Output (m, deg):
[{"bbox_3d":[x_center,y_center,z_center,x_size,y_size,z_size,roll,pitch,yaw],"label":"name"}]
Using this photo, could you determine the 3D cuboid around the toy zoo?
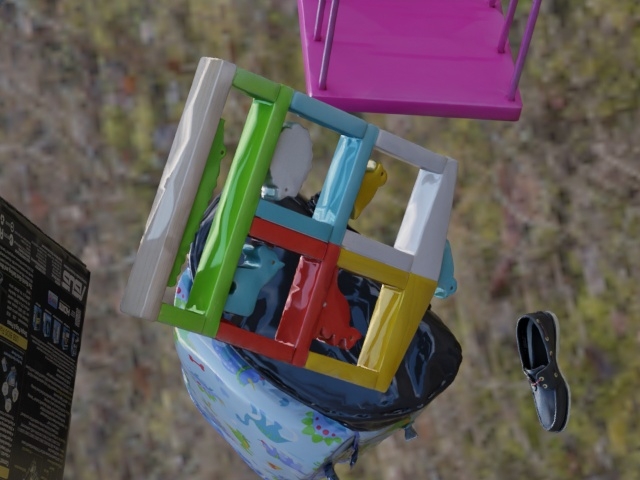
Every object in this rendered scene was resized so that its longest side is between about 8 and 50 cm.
[{"bbox_3d":[0.000,0.000,1.377,0.030,0.293,0.192,14,85,50],"label":"toy zoo"}]

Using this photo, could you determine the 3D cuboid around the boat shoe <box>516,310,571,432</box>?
[{"bbox_3d":[0.237,0.142,1.981,0.049,0.042,0.133,-12,84,47],"label":"boat shoe"}]

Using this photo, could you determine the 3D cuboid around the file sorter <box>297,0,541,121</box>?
[{"bbox_3d":[0.090,-0.283,1.746,0.182,0.202,0.291,102,167,-47],"label":"file sorter"}]

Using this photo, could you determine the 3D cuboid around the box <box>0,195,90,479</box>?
[{"bbox_3d":[-0.278,0.125,1.347,0.395,0.097,0.318,57,-144,-74],"label":"box"}]

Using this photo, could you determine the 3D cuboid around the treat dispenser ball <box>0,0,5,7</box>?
[{"bbox_3d":[-0.328,-0.246,1.228,0.288,0.288,0.288,28,122,56],"label":"treat dispenser ball"}]

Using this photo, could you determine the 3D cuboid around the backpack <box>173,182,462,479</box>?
[{"bbox_3d":[-0.018,0.110,1.865,0.290,0.273,0.355,41,180,6],"label":"backpack"}]
